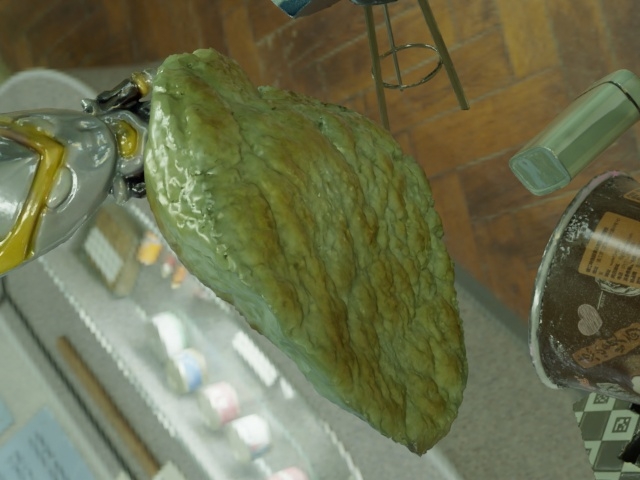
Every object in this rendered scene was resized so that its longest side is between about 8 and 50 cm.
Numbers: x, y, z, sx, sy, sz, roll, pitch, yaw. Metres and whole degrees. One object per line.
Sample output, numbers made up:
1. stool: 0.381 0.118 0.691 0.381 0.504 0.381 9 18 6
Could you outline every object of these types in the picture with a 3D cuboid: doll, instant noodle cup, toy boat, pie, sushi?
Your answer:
1. doll: -0.237 -0.065 1.085 0.103 0.316 0.145 -143 35 -73
2. instant noodle cup: 0.325 0.062 1.022 0.207 0.217 0.217 18 114 37
3. toy boat: 0.010 -0.355 1.555 0.096 0.299 0.062 -39 92 27
4. pie: 0.001 0.006 0.681 0.105 0.274 0.257 -34 55 19
5. sushi: 0.449 0.236 1.476 0.231 0.047 0.219 -37 27 20

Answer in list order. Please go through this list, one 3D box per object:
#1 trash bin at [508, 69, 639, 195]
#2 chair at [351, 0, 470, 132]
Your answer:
1. trash bin: 0.278 -0.114 1.243 0.059 0.130 0.116 49 167 -1
2. chair: 0.083 -0.225 1.263 0.221 0.104 0.095 71 173 -45
